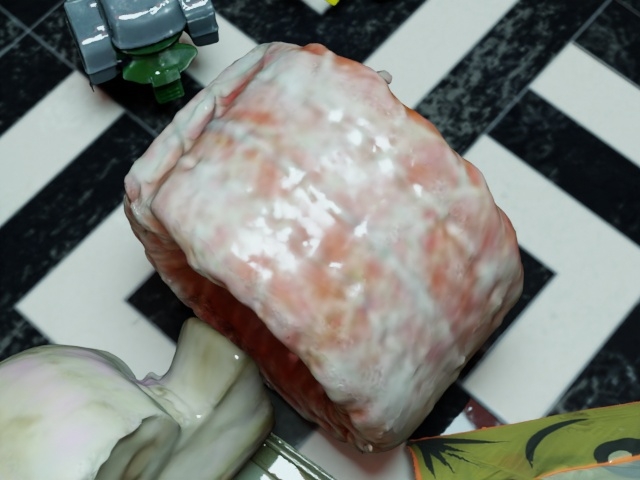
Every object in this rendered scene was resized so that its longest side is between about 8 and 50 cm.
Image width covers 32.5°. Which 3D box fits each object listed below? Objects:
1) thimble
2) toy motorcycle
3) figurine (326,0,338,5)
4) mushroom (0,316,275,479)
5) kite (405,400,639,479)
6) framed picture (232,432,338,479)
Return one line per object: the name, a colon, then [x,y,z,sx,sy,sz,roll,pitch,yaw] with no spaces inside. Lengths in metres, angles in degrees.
thimble: [0.000,0.000,0.690,0.239,0.239,0.162,41,76,16]
toy motorcycle: [-0.164,-0.237,0.811,0.125,0.187,0.274,-23,71,-9]
figurine: [0.068,-0.263,0.860,0.229,0.137,0.112,-10,35,-8]
mushroom: [-0.167,0.118,0.661,0.173,0.162,0.236,36,77,23]
kite: [0.181,0.157,0.637,0.328,0.013,0.378,12,27,41]
framed picture: [-0.060,0.243,0.700,0.173,0.010,0.231,33,72,14]
